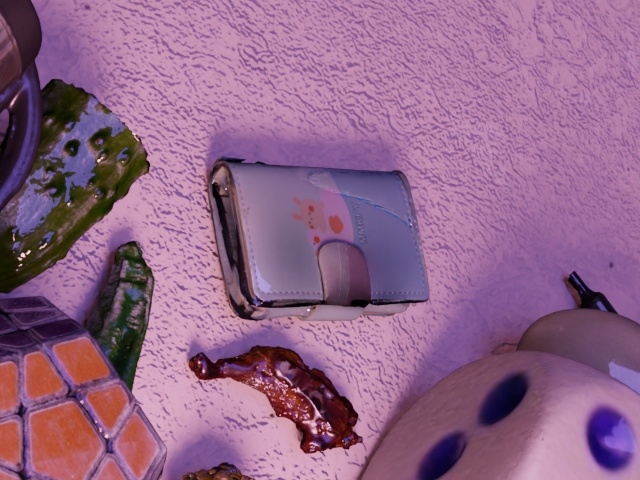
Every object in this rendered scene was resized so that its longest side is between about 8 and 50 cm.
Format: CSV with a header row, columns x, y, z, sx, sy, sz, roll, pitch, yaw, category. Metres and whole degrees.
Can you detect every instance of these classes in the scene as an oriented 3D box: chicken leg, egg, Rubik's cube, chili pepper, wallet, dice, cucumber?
x,y,z,sx,sy,sz,roll,pitch,yaw,category
-0.038,0.157,1.850,0.219,0.048,0.089,38,51,-24,chicken leg
0.329,0.181,2.055,0.253,0.186,0.186,45,52,-21,egg
-0.282,0.197,1.484,0.264,0.319,0.319,-35,99,-16,Rubik's cube
-0.210,0.094,1.726,0.088,0.059,0.227,23,57,-18,chili pepper
0.000,0.000,1.918,0.250,0.075,0.176,2,70,-39,wallet
0.226,0.320,1.867,0.304,0.277,0.304,46,50,-21,dice
-0.280,-0.030,1.667,0.134,0.134,0.244,48,63,-17,cucumber

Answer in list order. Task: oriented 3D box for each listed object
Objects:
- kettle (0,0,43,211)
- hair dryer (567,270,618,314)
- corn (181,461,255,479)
x,y,z,sx,sy,sz,roll,pitch,yaw,category
-0.398,-0.129,1.569,0.271,0.207,0.251,-52,135,-29,kettle
0.401,0.126,2.220,0.248,0.078,0.195,54,48,-5,hair dryer
-0.110,0.355,1.673,0.115,0.115,0.318,31,52,-28,corn
